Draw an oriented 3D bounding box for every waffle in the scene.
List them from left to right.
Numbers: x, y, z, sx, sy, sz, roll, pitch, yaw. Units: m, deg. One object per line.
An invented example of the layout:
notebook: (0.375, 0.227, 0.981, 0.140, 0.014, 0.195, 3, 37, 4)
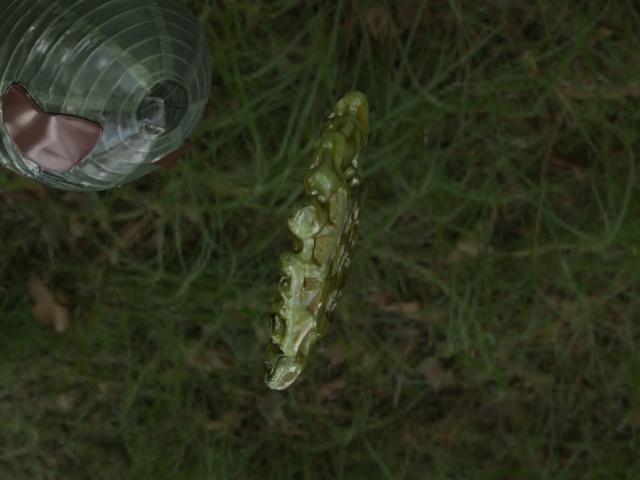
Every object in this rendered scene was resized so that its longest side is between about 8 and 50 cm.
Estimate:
waffle: (0.003, 0.000, 1.020, 0.054, 0.204, 0.223, 12, 125, 3)

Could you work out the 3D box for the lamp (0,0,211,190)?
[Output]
lamp: (-0.232, -0.163, 1.258, 0.265, 0.233, 0.233, -11, 154, -44)
